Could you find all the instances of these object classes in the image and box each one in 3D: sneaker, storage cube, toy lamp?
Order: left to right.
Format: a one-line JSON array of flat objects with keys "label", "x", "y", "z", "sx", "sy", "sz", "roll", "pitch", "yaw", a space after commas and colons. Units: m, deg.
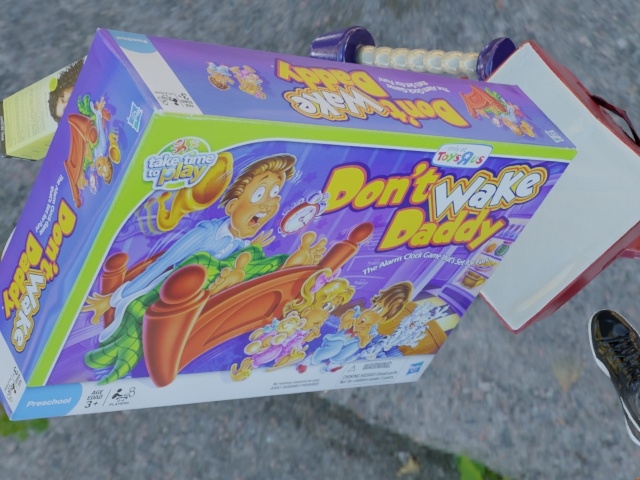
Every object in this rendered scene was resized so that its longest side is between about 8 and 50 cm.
[{"label": "toy lamp", "x": 0.108, "y": -0.224, "z": 1.545, "sx": 0.275, "sy": 0.080, "sz": 0.080, "roll": 12, "pitch": 111, "yaw": 34}, {"label": "storage cube", "x": 0.198, "y": -0.045, "z": 1.140, "sx": 0.215, "sy": 0.193, "sz": 0.183, "roll": -44, "pitch": 78, "yaw": 14}, {"label": "sneaker", "x": 0.460, "y": 0.183, "z": 1.795, "sx": 0.079, "sy": 0.121, "sz": 0.216, "roll": -17, "pitch": 70, "yaw": -7}]

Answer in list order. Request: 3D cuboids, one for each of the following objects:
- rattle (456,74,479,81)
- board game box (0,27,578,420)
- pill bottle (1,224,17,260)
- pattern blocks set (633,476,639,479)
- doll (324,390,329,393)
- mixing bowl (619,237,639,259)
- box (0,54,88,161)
[{"label": "rattle", "x": 0.171, "y": -0.085, "z": 1.533, "sx": 0.143, "sy": 0.130, "sz": 0.199, "roll": -27, "pitch": 98, "yaw": 49}, {"label": "board game box", "x": -0.022, "y": -0.002, "z": 0.813, "sx": 0.347, "sy": 0.078, "sz": 0.233, "roll": 0, "pitch": 132, "yaw": -41}, {"label": "pill bottle", "x": -0.335, "y": 0.060, "z": 1.930, "sx": 0.283, "sy": 0.161, "sz": 0.161, "roll": 31, "pitch": 107, "yaw": 7}, {"label": "pattern blocks set", "x": 0.331, "y": 0.236, "z": 0.885, "sx": 0.285, "sy": 0.026, "sz": 0.324, "roll": 27, "pitch": 127, "yaw": 41}, {"label": "doll", "x": -0.027, "y": 0.114, "z": 1.698, "sx": 0.189, "sy": 0.129, "sz": 0.046, "roll": 47, "pitch": 149, "yaw": 12}, {"label": "mixing bowl", "x": 0.419, "y": -0.031, "z": 1.793, "sx": 0.182, "sy": 0.181, "sz": 0.098, "roll": 8, "pitch": 87, "yaw": 2}, {"label": "box", "x": -0.351, "y": -0.180, "z": 1.694, "sx": 0.232, "sy": 0.058, "sz": 0.087, "roll": -19, "pitch": 73, "yaw": 41}]
